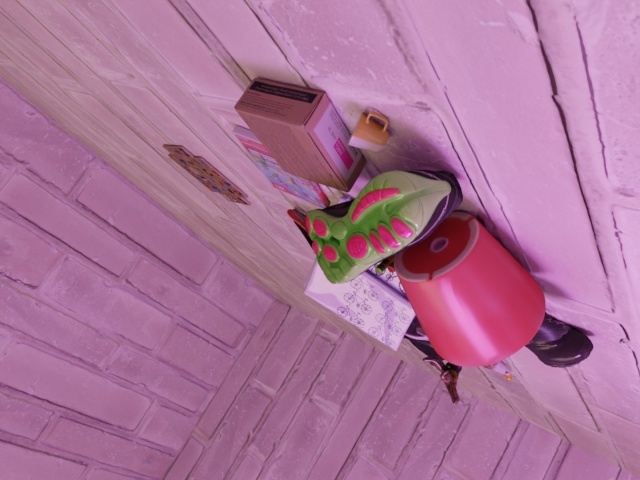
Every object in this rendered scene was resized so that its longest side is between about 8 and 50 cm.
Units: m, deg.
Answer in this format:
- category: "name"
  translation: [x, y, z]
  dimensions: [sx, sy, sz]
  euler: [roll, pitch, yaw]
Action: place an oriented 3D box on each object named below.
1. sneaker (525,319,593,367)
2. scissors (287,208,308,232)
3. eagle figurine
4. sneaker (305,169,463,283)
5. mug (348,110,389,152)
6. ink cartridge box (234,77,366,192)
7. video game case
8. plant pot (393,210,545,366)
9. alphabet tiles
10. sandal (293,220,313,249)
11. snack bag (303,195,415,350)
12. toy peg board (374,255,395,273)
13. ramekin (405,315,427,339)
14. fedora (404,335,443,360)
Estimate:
- category: "sneaker"
  translation: [0.544, 0.232, 1.503]
  dimensions: [0.286, 0.109, 0.130]
  euler: [13, 151, 50]
- category: "scissors"
  translation: [0.000, 0.000, 1.840]
  dimensions: [0.297, 0.021, 0.109]
  euler: [45, -172, 17]
- category: "eagle figurine"
  translation: [0.403, 0.236, 1.392]
  dimensions: [0.225, 0.298, 0.226]
  euler: [38, -168, -39]
- category: "sneaker"
  translation: [0.120, -0.026, 1.237]
  dimensions: [0.483, 0.202, 0.185]
  euler: [-19, 87, 62]
- category: "mug"
  translation: [0.092, -0.192, 1.077]
  dimensions: [0.064, 0.062, 0.078]
  euler: [25, 174, -4]
- category: "ink cartridge box"
  translation: [-0.037, -0.215, 1.218]
  dimensions: [0.193, 0.088, 0.234]
  euler: [21, 162, 34]
- category: "video game case"
  translation: [-0.099, -0.191, 1.586]
  dimensions: [0.204, 0.025, 0.285]
  euler: [25, 165, 28]
- category: "plant pot"
  translation: [0.298, 0.088, 1.247]
  dimensions: [0.243, 0.275, 0.275]
  euler: [51, 159, -28]
- category: "alphabet tiles"
  translation: [-0.414, -0.238, 2.157]
  dimensions: [0.342, 0.011, 0.285]
  euler: [41, 163, -34]
- category: "sandal"
  translation: [-0.020, -0.011, 1.924]
  dimensions: [0.179, 0.040, 0.067]
  euler: [53, -162, -2]
- category: "snack bag"
  translation: [0.131, 0.094, 1.564]
  dimensions: [0.323, 0.037, 0.342]
  euler: [33, 126, 14]
- category: "toy peg board"
  translation: [0.179, 0.011, 1.390]
  dimensions: [0.161, 0.079, 0.161]
  euler: [2, 125, 47]
- category: "ramekin"
  translation: [0.304, 0.183, 1.657]
  dimensions: [0.207, 0.207, 0.109]
  euler: [22, 173, 37]
- category: "fedora"
  translation: [0.376, 0.295, 1.915]
  dimensions: [0.334, 0.152, 0.334]
  euler: [33, 166, 9]
